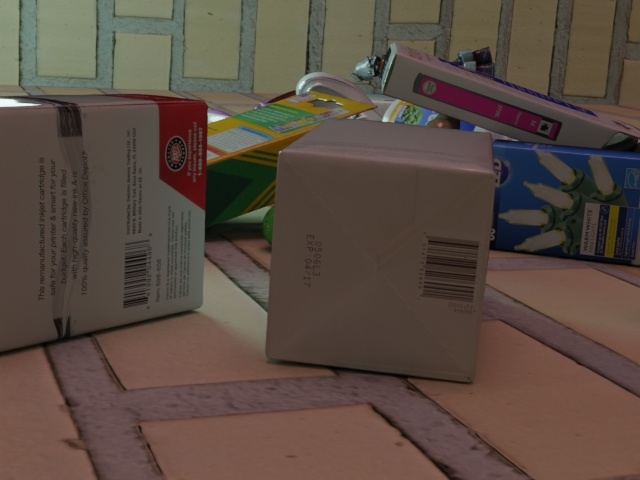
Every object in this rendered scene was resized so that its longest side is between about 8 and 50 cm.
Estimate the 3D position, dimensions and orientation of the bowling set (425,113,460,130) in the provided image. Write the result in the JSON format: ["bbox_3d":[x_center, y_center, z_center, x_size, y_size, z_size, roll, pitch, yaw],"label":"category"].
[{"bbox_3d":[0.084,-0.091,1.476,0.200,0.154,0.287,5,12,5],"label":"bowling set"}]

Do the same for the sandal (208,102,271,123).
[{"bbox_3d":[-0.027,-0.177,1.866,0.416,0.102,0.169,19,-7,38],"label":"sandal"}]

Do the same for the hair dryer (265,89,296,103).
[{"bbox_3d":[-0.044,-0.234,2.167,0.224,0.080,0.293,-19,22,7],"label":"hair dryer"}]

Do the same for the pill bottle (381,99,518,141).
[{"bbox_3d":[0.239,-0.145,1.784,0.272,0.152,0.152,12,15,37],"label":"pill bottle"}]

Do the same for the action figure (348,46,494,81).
[{"bbox_3d":[0.196,-0.325,2.198,0.285,0.099,0.185,1,19,6],"label":"action figure"}]

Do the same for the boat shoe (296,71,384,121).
[{"bbox_3d":[0.072,-0.196,1.918,0.258,0.095,0.084,31,15,-15],"label":"boat shoe"}]

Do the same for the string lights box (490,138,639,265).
[{"bbox_3d":[0.299,-0.051,1.402,0.260,0.133,0.077,6,13,15],"label":"string lights box"}]

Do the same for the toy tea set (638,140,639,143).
[{"bbox_3d":[0.673,-0.153,1.829,0.336,0.200,0.124,5,54,18],"label":"toy tea set"}]

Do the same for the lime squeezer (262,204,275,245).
[{"bbox_3d":[0.000,0.000,1.311,0.110,0.058,0.310,33,-11,-39],"label":"lime squeezer"}]

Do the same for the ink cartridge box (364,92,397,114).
[{"bbox_3d":[0.160,-0.225,2.218,0.283,0.117,0.207,1,12,-11],"label":"ink cartridge box"}]

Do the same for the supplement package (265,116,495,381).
[{"bbox_3d":[0.065,-0.007,1.023,0.175,0.177,0.293,6,13,7],"label":"supplement package"}]

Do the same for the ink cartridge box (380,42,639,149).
[{"bbox_3d":[0.264,-0.181,1.536,0.371,0.069,0.176,17,15,-2],"label":"ink cartridge box"}]

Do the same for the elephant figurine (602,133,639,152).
[{"bbox_3d":[0.434,-0.089,1.624,0.239,0.169,0.186,-9,-22,20],"label":"elephant figurine"}]

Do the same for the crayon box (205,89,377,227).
[{"bbox_3d":[-0.103,-0.102,1.447,0.323,0.083,0.203,-21,21,-20],"label":"crayon box"}]

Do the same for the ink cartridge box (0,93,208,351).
[{"bbox_3d":[-0.234,-0.024,0.963,0.114,0.197,0.273,11,14,39],"label":"ink cartridge box"}]
